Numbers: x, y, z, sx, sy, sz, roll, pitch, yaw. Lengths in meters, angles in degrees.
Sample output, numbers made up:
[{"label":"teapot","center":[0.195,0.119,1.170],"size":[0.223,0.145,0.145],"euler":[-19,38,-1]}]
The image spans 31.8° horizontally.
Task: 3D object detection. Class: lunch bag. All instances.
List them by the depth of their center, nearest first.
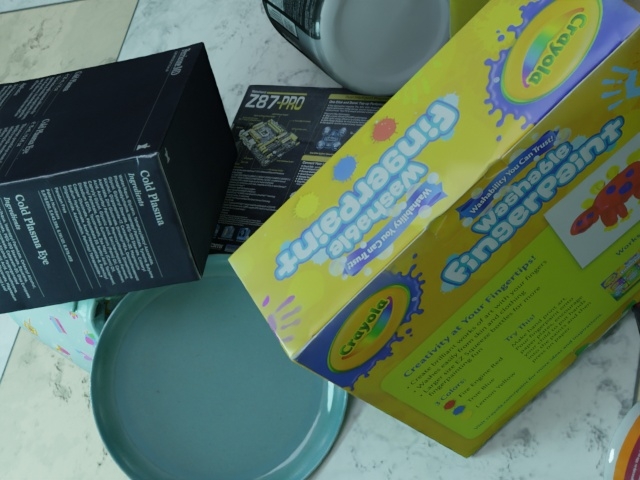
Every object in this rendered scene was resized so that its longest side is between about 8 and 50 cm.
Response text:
[{"label":"lunch bag","center":[-0.284,0.103,1.516],"size":[0.223,0.262,0.160],"euler":[19,75,40]}]

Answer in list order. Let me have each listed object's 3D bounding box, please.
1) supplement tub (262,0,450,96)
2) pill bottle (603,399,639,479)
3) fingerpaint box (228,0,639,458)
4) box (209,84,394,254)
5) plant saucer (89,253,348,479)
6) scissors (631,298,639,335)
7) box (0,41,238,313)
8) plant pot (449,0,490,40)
[{"label":"supplement tub","center":[0.039,-0.340,1.562],"size":[0.207,0.207,0.338],"euler":[-44,30,4]},{"label":"pill bottle","center":[0.396,0.242,1.080],"size":[0.221,0.121,0.121],"euler":[21,77,39]},{"label":"fingerpaint box","center":[0.191,-0.017,1.184],"size":[0.445,0.371,0.163],"euler":[-45,49,9]},{"label":"box","center":[0.014,-0.054,1.523],"size":[0.395,0.097,0.318],"euler":[7,70,36]},{"label":"plant saucer","center":[-0.124,0.176,1.396],"size":[0.317,0.317,0.044],"euler":[-55,6,-6]},{"label":"scissors","center":[0.355,0.055,1.287],"size":[0.109,0.021,0.297],"euler":[-4,63,30]},{"label":"box","center":[-0.295,-0.083,1.436],"size":[0.312,0.179,0.343],"euler":[-10,30,11]},{"label":"plant pot","center":[0.269,-0.308,1.406],"size":[0.187,0.212,0.212],"euler":[5,36,14]}]
